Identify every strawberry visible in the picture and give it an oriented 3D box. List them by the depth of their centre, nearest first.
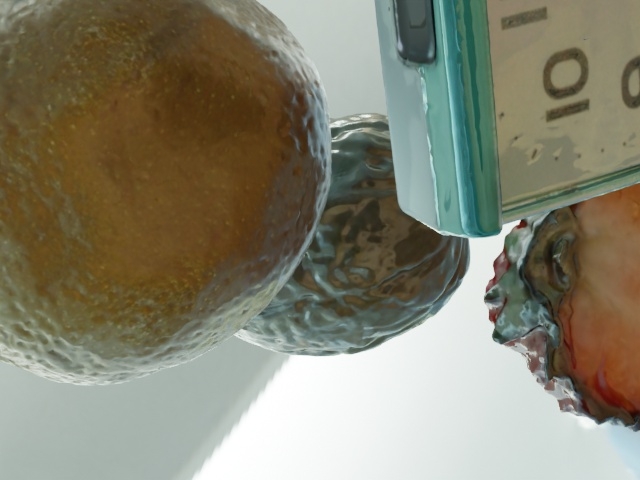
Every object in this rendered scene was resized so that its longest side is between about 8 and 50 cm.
[{"bbox_3d":[0.213,0.044,1.127,0.236,0.111,0.190,21,-104,-25],"label":"strawberry"}]

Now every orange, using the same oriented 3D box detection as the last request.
[{"bbox_3d":[-0.126,-0.044,0.934,0.264,0.264,0.264,-4,-84,-34],"label":"orange"}]

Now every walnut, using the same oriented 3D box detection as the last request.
[{"bbox_3d":[0.000,0.000,1.234,0.178,0.230,0.178,-12,-90,-78],"label":"walnut"}]

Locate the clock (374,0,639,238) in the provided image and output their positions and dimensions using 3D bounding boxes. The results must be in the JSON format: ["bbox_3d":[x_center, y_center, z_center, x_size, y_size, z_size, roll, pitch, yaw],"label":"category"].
[{"bbox_3d":[0.111,-0.158,0.708,0.231,0.116,0.262,-19,-69,-29],"label":"clock"}]
